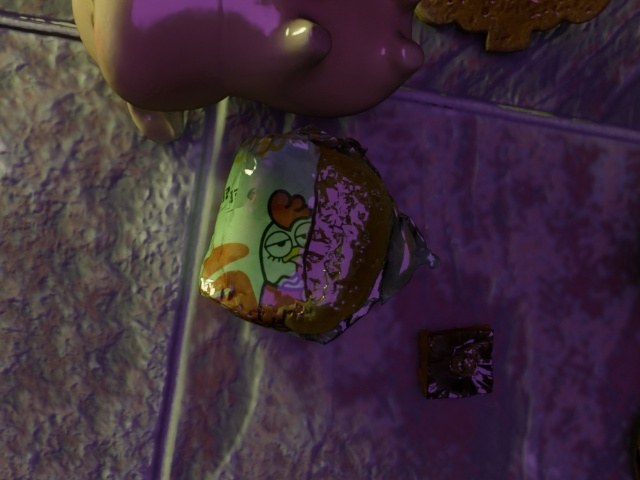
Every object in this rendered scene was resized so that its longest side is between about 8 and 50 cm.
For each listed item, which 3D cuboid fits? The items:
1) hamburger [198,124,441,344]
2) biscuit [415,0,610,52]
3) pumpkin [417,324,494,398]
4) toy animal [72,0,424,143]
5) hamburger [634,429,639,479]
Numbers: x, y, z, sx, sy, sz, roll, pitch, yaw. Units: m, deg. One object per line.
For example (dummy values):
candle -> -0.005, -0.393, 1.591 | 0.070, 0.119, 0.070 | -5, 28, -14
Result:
hamburger -> 0.003, 0.001, 0.725 | 0.235, 0.125, 0.214 | 24, 96, 7
biscuit -> 0.204, -0.315, 0.757 | 0.212, 0.041, 0.239 | 2, 120, 7
pumpkin -> 0.150, 0.132, 0.784 | 0.083, 0.054, 0.074 | -3, 94, -13
toy animal -> -0.068, -0.214, 0.683 | 0.326, 0.269, 0.237 | 6, 89, -40
hamburger -> 0.457, 0.247, 0.797 | 0.213, 0.108, 0.214 | 0, 88, -7
